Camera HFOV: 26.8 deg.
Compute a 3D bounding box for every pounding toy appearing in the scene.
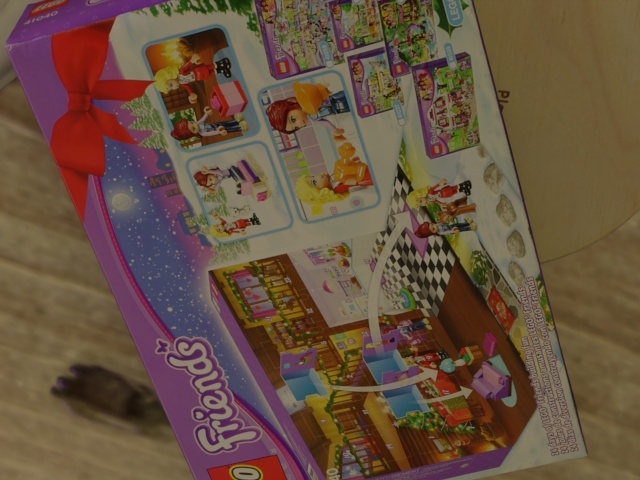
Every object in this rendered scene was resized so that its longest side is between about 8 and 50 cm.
[{"bbox_3d":[0.075,-0.071,0.709,0.183,0.110,0.237,32,120,-18],"label":"pounding toy"}]

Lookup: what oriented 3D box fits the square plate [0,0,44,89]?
[{"bbox_3d":[-0.303,-0.152,0.610,0.347,0.049,0.344,-40,115,2],"label":"square plate"}]

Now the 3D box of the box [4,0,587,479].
[{"bbox_3d":[0.000,0.000,0.649,0.201,0.057,0.293,-14,119,9],"label":"box"}]
